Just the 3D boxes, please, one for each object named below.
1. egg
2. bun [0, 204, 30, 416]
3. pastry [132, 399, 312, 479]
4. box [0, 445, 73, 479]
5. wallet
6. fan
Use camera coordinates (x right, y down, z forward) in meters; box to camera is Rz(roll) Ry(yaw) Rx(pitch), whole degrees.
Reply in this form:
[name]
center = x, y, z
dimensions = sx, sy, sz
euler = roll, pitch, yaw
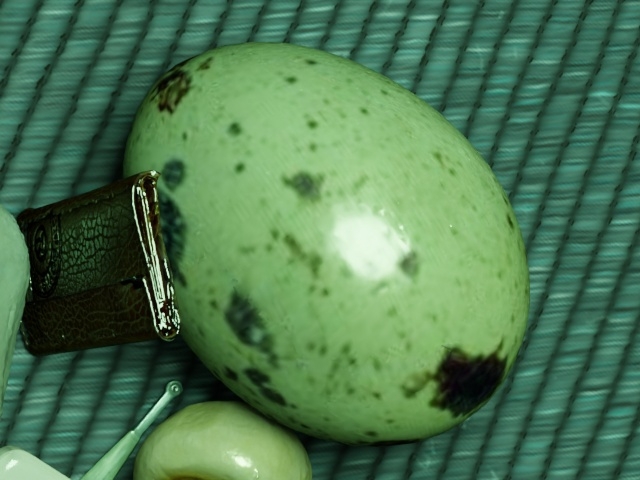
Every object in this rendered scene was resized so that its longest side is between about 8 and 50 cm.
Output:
[egg]
center = 0.000, 0.000, 1.365
dimensions = 0.379, 0.287, 0.287
euler = 37, 79, 3
[bun]
center = -0.409, 0.054, 1.332
dimensions = 0.354, 0.194, 0.354
euler = 1, 83, -12
[pastry]
center = -0.082, 0.205, 1.405
dimensions = 0.156, 0.156, 0.092
euler = 32, 36, -5
[box]
center = -0.189, 0.296, 1.379
dimensions = 0.285, 0.044, 0.142
euler = 39, 76, -26
[wallet]
center = -0.191, 0.024, 1.355
dimensions = 0.039, 0.243, 0.133
euler = -5, 87, -33
[fan]
center = -0.185, 0.199, 1.448
dimensions = 0.038, 0.016, 0.193
euler = 42, 79, -6
